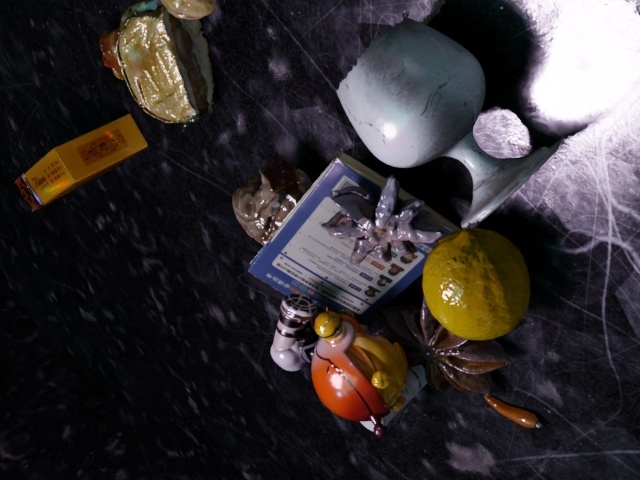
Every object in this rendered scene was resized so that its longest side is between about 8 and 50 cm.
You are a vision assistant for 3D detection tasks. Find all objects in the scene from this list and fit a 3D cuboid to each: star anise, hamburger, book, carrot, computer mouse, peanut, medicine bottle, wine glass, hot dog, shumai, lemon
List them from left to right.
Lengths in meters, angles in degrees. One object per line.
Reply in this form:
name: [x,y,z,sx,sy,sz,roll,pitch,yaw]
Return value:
hot dog: [-0.485,-0.477,1.798,0.213,0.103,0.146,-7,110,49]
hamburger: [-0.374,-0.410,1.657,0.211,0.132,0.308,4,128,26]
peanut: [-0.324,-0.584,1.494,0.305,0.147,0.147,48,143,9]
computer mouse: [-0.099,0.095,1.839,0.264,0.088,0.147,16,146,40]
shumai: [-0.081,-0.064,1.582,0.218,0.184,0.185,53,173,-3]
book: [0.058,0.025,1.508,0.300,0.039,0.428,32,136,-11]
star anise: [0.117,-0.034,1.332,0.237,0.093,0.229,12,135,11]
medicine bottle: [0.166,0.359,1.669,0.086,0.183,0.086,28,136,30]
star anise: [0.253,0.207,1.520,0.315,0.108,0.315,32,140,32]
wine glass: [0.195,-0.196,1.163,0.323,0.238,0.238,44,144,0]
lemon: [0.285,0.081,1.308,0.192,0.192,0.231,7,127,45]
carrot: [0.412,0.369,1.533,0.142,0.035,0.035,20,132,44]

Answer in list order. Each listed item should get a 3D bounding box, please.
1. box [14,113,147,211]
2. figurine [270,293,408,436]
box: [-0.725,-0.225,2.133,0.415,0.264,0.115,-14,109,53]
figurine: [0.052,0.267,1.540,0.323,0.196,0.320,27,164,31]
